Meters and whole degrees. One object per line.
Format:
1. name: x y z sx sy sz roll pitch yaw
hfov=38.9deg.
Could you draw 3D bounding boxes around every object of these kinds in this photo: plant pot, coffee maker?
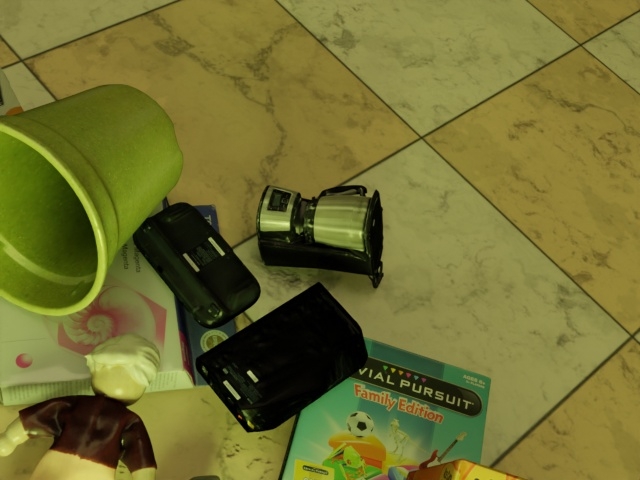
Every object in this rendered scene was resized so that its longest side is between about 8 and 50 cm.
1. plant pot: -0.324 -0.083 1.205 0.276 0.276 0.254 32 40 9
2. coffee maker: 0.000 0.000 1.379 0.178 0.171 0.120 5 28 14

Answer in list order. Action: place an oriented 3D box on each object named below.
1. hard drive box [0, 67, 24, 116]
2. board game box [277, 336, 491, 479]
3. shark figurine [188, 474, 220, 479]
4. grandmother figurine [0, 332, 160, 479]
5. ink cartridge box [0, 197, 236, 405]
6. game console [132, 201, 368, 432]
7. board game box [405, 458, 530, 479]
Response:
1. hard drive box: -0.528 -0.154 1.249 0.232 0.089 0.181 -22 80 -52
2. board game box: 0.079 0.302 1.213 0.254 0.079 0.336 18 53 -2
3. shark figurine: -0.175 0.404 1.052 0.166 0.116 0.278 -4 54 -16
4. grandmother figurine: -0.290 0.264 1.090 0.208 0.104 0.342 24 63 -5
5. ink cartridge box: -0.288 0.062 1.294 0.330 0.071 0.324 -4 56 -16
6. game console: -0.113 0.080 1.256 0.213 0.044 0.361 -30 66 -29
7. board game box: 0.229 0.449 0.896 0.357 0.356 0.356 17 74 3
